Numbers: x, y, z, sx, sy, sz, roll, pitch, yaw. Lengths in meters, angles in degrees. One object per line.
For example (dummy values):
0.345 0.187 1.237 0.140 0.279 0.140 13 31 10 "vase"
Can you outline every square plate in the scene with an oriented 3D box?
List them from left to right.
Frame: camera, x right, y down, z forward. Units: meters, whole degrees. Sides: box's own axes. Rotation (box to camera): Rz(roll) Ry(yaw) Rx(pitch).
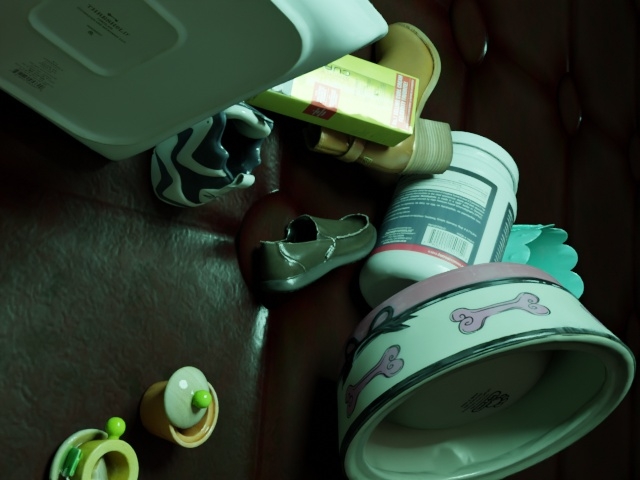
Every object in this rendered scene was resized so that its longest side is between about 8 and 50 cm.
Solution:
-0.173 -0.190 0.700 0.347 0.343 0.049 36 44 -46 "square plate"

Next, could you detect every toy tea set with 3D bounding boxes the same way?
-0.171 0.293 0.851 0.200 0.124 0.336 18 74 -51 "toy tea set"

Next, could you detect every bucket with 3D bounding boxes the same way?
0.316 0.111 1.456 0.281 0.183 0.281 6 82 -53 "bucket"

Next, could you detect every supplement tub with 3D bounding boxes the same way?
0.185 -0.009 1.283 0.191 0.191 0.272 51 50 -38 "supplement tub"

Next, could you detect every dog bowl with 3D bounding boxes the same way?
0.203 0.190 1.158 0.408 0.408 0.150 35 27 -46 "dog bowl"

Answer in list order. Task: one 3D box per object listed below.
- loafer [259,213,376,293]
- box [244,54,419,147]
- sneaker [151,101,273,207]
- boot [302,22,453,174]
0.000 0.000 1.130 0.220 0.080 0.079 -30 112 -49 "loafer"
0.008 -0.194 1.084 0.232 0.058 0.088 16 73 -20 "box"
-0.113 -0.157 0.932 0.094 0.153 0.235 12 78 -53 "sneaker"
0.061 -0.219 1.223 0.220 0.109 0.284 6 63 -27 "boot"
